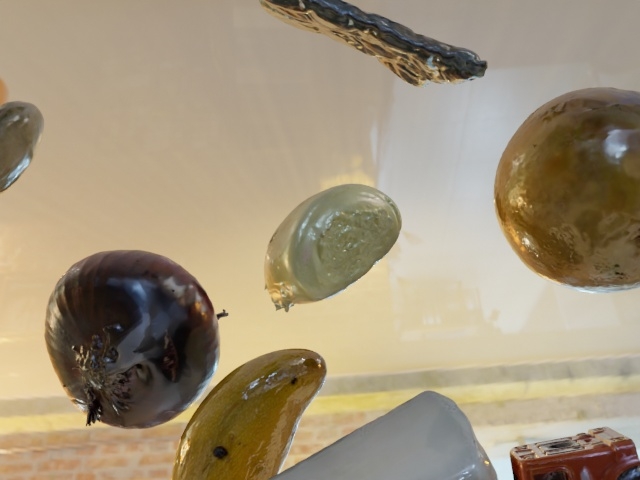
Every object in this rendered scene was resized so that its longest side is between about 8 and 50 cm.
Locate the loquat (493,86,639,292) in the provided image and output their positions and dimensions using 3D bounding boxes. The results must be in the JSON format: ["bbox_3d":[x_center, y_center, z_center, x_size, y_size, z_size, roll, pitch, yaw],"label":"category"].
[{"bbox_3d":[0.353,-0.060,0.962,0.263,0.263,0.263,-2,-34,-2],"label":"loquat"}]

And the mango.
[{"bbox_3d":[-0.096,0.241,0.979,0.157,0.109,0.262,37,-95,-44],"label":"mango"}]

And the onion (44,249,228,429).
[{"bbox_3d":[-0.265,0.133,1.138,0.273,0.285,0.273,7,-69,18],"label":"onion"}]

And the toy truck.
[{"bbox_3d":[0.221,0.279,0.583,0.114,0.252,0.107,-10,-9,7],"label":"toy truck"}]

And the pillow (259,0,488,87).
[{"bbox_3d":[0.030,-0.179,0.650,0.189,0.255,0.034,24,-79,-7],"label":"pillow"}]

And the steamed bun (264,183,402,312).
[{"bbox_3d":[0.000,0.000,1.425,0.166,0.273,0.232,55,-19,-13],"label":"steamed bun"}]

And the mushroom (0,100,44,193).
[{"bbox_3d":[-0.396,-0.130,0.643,0.329,0.122,0.159,31,-78,0],"label":"mushroom"}]

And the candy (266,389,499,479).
[{"bbox_3d":[0.036,0.349,0.848,0.359,0.145,0.208,-28,-62,-5],"label":"candy"}]
